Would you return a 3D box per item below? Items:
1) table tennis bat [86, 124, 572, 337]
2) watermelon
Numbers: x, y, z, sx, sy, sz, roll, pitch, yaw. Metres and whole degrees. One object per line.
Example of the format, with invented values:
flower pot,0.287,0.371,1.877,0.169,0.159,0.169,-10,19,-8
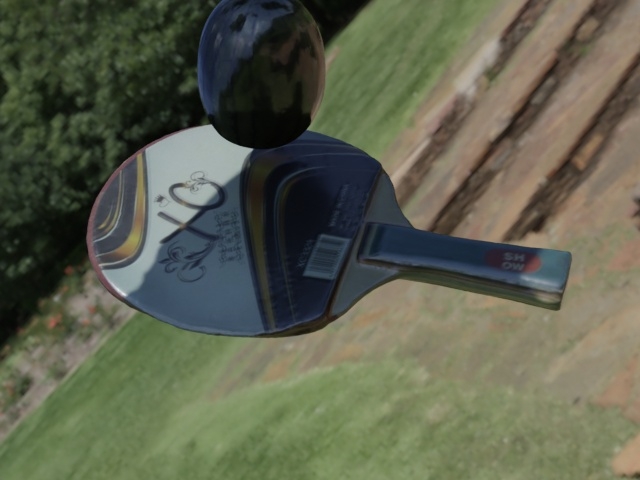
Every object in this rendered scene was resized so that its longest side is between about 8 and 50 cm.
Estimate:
table tennis bat,0.000,0.000,0.682,0.022,0.301,0.173,83,-157,-49
watermelon,-0.035,-0.104,0.667,0.078,0.078,0.110,-55,-23,-38
